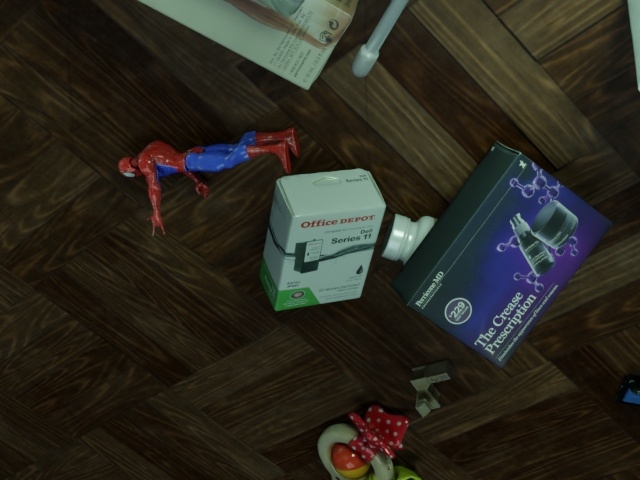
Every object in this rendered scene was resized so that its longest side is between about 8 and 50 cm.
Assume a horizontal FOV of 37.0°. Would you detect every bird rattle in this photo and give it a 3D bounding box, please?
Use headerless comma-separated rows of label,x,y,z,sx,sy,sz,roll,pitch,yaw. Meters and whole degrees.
bird rattle,0.080,0.428,1.857,0.207,0.143,0.253,2,131,35

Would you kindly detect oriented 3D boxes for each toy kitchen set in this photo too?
toy kitchen set,0.210,0.272,1.713,0.075,0.068,0.083,-18,126,28

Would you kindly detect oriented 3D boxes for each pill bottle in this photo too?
pill bottle,0.184,0.017,1.467,0.169,0.094,0.094,18,134,-3

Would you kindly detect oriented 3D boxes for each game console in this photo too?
game console,0.577,0.275,1.629,0.122,0.107,0.071,9,105,4

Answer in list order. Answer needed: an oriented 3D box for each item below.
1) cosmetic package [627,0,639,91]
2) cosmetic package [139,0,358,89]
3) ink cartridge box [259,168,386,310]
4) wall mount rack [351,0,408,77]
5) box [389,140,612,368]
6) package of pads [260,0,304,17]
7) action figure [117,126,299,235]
cosmetic package,0.473,-0.254,1.056,0.138,0.224,0.225,34,130,-18
cosmetic package,-0.105,-0.333,1.177,0.296,0.153,0.129,25,132,-12
ink cartridge box,0.000,0.000,1.463,0.153,0.087,0.208,-8,137,-20
wall mount rack,0.124,-0.303,0.805,0.304,0.350,0.130,-16,152,29
box,0.254,0.021,1.364,0.184,0.103,0.261,34,96,-15
package of pads,-0.107,-0.420,1.045,0.297,0.229,0.101,27,162,-12
action figure,-0.171,-0.090,1.449,0.280,0.091,0.139,-1,117,15
